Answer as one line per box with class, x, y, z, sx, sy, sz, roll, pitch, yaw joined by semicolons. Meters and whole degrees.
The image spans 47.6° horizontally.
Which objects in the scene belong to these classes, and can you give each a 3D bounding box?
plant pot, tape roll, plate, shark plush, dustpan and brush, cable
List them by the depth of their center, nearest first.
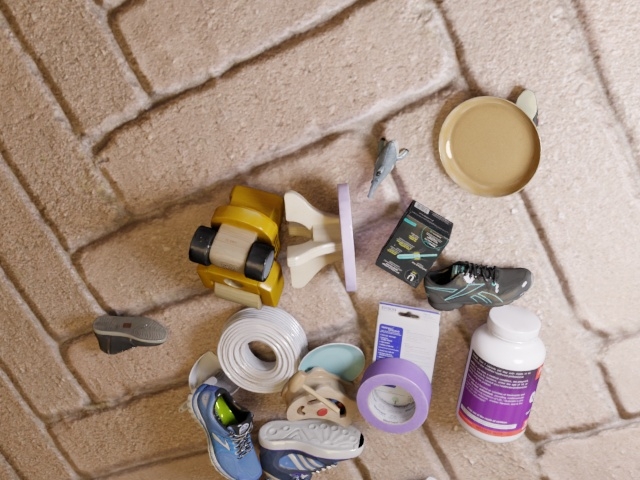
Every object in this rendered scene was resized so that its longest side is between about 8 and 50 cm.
plant pot;0.383;-0.211;1.637;0.236;0.032;0.236;14;119;27
shark plush;0.140;-0.175;1.729;0.073;0.067;0.161;36;119;-2
tape roll;0.194;0.407;1.906;0.189;0.080;0.189;6;115;14
plate;0.029;0.338;1.991;0.188;0.024;0.188;-7;130;-8
cable;-0.163;0.305;2.029;0.257;0.089;0.257;10;116;12
dustpan and brush;-0.351;0.443;2.164;0.147;0.060;0.211;44;118;-6

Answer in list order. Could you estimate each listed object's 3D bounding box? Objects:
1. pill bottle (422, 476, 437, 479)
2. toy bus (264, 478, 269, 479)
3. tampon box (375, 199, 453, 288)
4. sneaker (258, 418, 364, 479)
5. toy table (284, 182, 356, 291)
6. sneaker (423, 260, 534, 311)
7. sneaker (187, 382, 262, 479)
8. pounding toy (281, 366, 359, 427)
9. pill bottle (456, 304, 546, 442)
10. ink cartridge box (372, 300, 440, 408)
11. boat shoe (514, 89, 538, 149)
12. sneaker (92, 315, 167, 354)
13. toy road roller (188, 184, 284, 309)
pill bottle;0.253;0.774;2.102;0.124;0.124;0.221;47;119;-7
toy bus;-0.193;0.789;2.211;0.191;0.104;0.202;47;153;-16
tampon box;0.229;0.009;1.768;0.120;0.101;0.161;31;120;1
sneaker;-0.021;0.648;2.135;0.322;0.130;0.236;1;122;13
toy table;0.000;0.000;1.768;0.160;0.252;0.274;-4;102;1
sneaker;0.377;0.103;1.758;0.267;0.101;0.106;-13;126;21
sneaker;-0.254;0.558;2.075;0.147;0.130;0.330;-14;109;44
pounding toy;-0.008;0.451;1.957;0.269;0.155;0.154;32;112;-34
pill bottle;0.451;0.329;1.805;0.181;0.181;0.323;12;117;11
ink cartridge box;0.223;0.302;1.928;0.165;0.065;0.333;11;118;12
boat shoe;0.457;-0.270;1.608;0.049;0.042;0.133;10;119;31
sneaker;-0.558;0.290;2.158;0.222;0.083;0.118;9;135;5
toy road roller;-0.186;0.012;1.869;0.202;0.241;0.329;16;155;9
